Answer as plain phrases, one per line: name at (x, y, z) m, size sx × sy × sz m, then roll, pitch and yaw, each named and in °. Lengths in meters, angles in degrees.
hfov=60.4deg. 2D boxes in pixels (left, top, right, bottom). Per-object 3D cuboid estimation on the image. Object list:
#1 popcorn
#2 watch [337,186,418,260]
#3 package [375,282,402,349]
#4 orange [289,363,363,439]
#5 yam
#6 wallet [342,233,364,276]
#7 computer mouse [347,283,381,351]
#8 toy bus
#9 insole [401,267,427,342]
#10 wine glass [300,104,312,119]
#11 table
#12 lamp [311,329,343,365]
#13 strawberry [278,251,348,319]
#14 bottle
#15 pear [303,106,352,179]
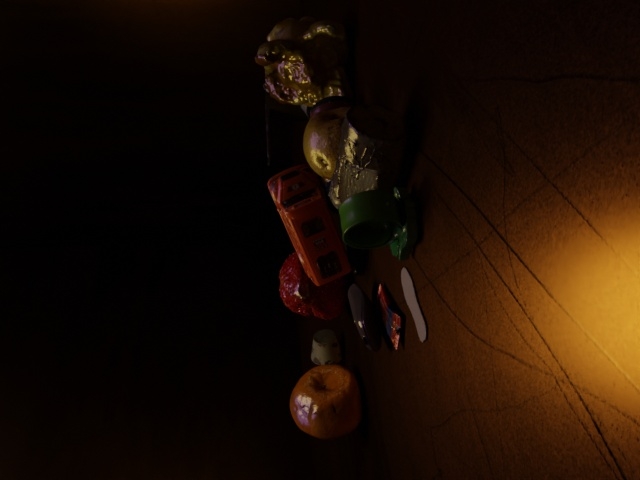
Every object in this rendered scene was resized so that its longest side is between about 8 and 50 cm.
popcorn at (-0.026, -0.569, 1.719) m, size 0.326 × 0.321 × 0.290 m, roll 123°, pitch 165°, yaw -48°
watch at (0.114, -0.027, 1.132) m, size 0.165 × 0.152 × 0.131 m, roll 106°, pitch 158°, yaw -62°
package at (0.161, 0.175, 1.307) m, size 0.200 × 0.022 × 0.083 m, roll -111°, pitch 21°, yaw -70°
orange at (0.021, 0.523, 1.742) m, size 0.249 × 0.249 × 0.183 m, roll -108°, pitch 1°, yaw -64°
yam at (0.105, -0.172, 1.171) m, size 0.254 × 0.154 × 0.154 m, roll 98°, pitch 167°, yaw -53°
wallet at (0.094, -0.018, 1.680) m, size 0.229 × 0.049 × 0.182 m, roll -104°, pitch 11°, yaw -64°
computer mouse at (0.117, 0.193, 1.421) m, size 0.232 × 0.057 × 0.120 m, roll -101°, pitch -14°, yaw -70°
toy bus at (-0.028, -0.044, 1.562) m, size 0.153 × 0.143 × 0.329 m, roll -123°, pitch 11°, yaw -69°
insole at (0.191, 0.127, 1.133) m, size 0.197 × 0.004 × 0.065 m, roll -101°, pitch 12°, yaw -51°
wine glass at (-0.023, -0.562, 2.085) m, size 0.321 × 0.143 × 0.143 m, roll -102°, pitch 13°, yaw -51°
table at (-0.108, -0.475, 2.335) m, size 0.196 × 0.250 × 0.282 m, roll 162°, pitch 107°, yaw -82°
lamp at (0.026, 0.440, 2.051) m, size 0.121 × 0.121 × 0.215 m, roll -104°, pitch 6°, yaw -59°
strawberry at (-0.029, 0.145, 1.866) m, size 0.288 × 0.250 × 0.239 m, roll -16°, pitch -72°, yaw -75°
bottle at (0.059, -0.237, 1.573) m, size 0.144 × 0.144 × 0.336 m, roll 106°, pitch 158°, yaw -67°
pear at (0.053, -0.235, 1.396) m, size 0.197 × 0.197 × 0.197 m, roll 178°, pitch 90°, yaw -83°
